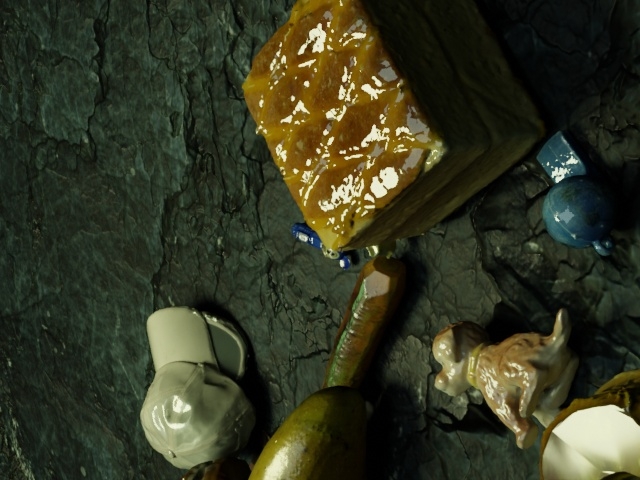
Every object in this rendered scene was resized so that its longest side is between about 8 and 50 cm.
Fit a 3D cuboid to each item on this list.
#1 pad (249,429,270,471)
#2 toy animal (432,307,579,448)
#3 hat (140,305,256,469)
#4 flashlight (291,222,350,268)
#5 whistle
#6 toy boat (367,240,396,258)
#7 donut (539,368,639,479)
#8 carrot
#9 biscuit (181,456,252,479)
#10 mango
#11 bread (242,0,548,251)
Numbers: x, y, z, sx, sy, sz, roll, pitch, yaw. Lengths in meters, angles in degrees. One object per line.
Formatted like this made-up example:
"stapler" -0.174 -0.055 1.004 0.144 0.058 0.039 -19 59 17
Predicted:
"pad" -0.079 0.442 2.006 0.158 0.003 0.235 45 130 33
"toy animal" 0.219 0.126 1.495 0.185 0.104 0.184 36 127 45
"hat" -0.219 0.240 2.004 0.232 0.161 0.275 -37 68 44
"flashlight" 0.000 0.000 1.768 0.121 0.035 0.057 23 118 44
"whistle" 0.280 -0.047 1.385 0.158 0.090 0.090 58 137 22
"toy boat" 0.052 -0.049 1.669 0.066 0.065 0.172 -47 56 34
"donut" 0.373 0.301 1.310 0.330 0.160 0.330 11 108 40
"carrot" 0.058 0.133 1.714 0.070 0.070 0.260 45 132 33
"biscuit" -0.144 0.492 1.875 0.103 0.332 0.332 -9 94 9
"mango" -0.014 0.356 1.750 0.175 0.176 0.329 22 131 10
"bread" 0.077 -0.163 1.499 0.279 0.207 0.279 -39 70 46
